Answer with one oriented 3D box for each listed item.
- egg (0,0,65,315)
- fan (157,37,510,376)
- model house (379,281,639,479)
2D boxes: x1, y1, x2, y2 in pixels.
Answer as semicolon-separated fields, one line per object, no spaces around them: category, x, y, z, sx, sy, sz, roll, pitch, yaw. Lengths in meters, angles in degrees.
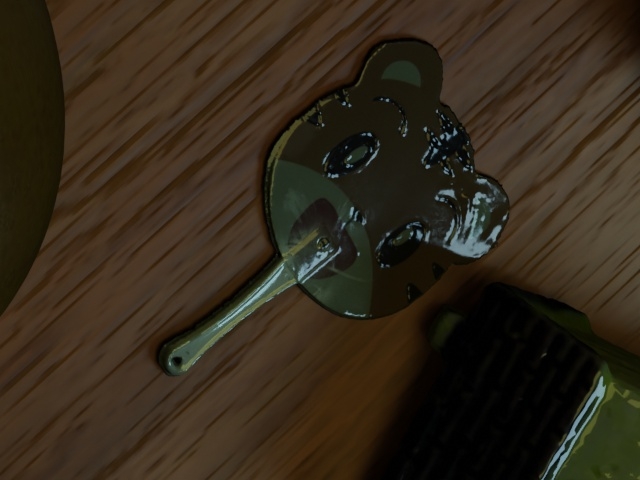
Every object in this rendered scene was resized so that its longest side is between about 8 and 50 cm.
egg;-0.239;-0.079;0.737;0.250;0.250;0.322;-28;114;-15
fan;0.000;0.000;1.026;0.226;0.008;0.152;-38;121;-11
model house;0.134;0.142;1.092;0.211;0.170;0.194;28;102;-3
